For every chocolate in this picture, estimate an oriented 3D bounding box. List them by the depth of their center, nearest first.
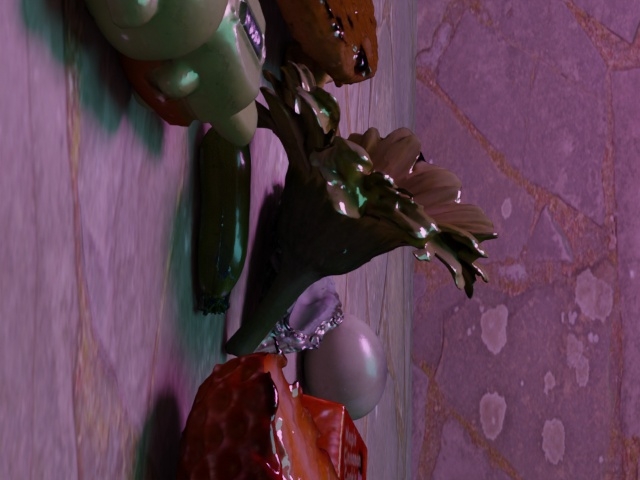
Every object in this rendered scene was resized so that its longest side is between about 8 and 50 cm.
[{"bbox_3d":[-0.013,0.311,1.271,0.237,0.108,0.234,66,25,-62],"label":"chocolate"}]

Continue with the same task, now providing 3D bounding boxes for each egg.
[{"bbox_3d":[0.033,0.171,1.474,0.114,0.114,0.152,-54,139,-72],"label":"egg"}]

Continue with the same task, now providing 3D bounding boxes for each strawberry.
[{"bbox_3d":[-0.066,0.262,0.916,0.253,0.150,0.280,-80,152,-58],"label":"strawberry"}]

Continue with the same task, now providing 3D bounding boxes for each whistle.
[{"bbox_3d":[-0.099,-0.155,0.802,0.288,0.106,0.131,65,25,-63],"label":"whistle"}]

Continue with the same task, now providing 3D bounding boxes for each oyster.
[{"bbox_3d":[-0.018,0.030,1.275,0.199,0.087,0.252,44,40,-62],"label":"oyster"}]

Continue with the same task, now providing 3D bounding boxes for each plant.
[{"bbox_3d":[0.042,-0.019,1.100,0.306,0.261,0.296,39,-54,57],"label":"plant"}]

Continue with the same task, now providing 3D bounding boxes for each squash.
[{"bbox_3d":[-0.091,-0.021,1.010,0.052,0.052,0.183,13,81,-79],"label":"squash"}]

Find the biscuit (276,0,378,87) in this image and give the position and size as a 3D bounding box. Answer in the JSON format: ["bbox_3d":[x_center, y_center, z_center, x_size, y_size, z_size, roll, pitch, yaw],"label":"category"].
[{"bbox_3d":[-0.006,-0.319,1.279,0.296,0.075,0.295,-12,90,-74],"label":"biscuit"}]

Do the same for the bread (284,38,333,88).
[{"bbox_3d":[-0.013,-0.226,1.387,0.132,0.053,0.074,-54,143,-67],"label":"bread"}]
